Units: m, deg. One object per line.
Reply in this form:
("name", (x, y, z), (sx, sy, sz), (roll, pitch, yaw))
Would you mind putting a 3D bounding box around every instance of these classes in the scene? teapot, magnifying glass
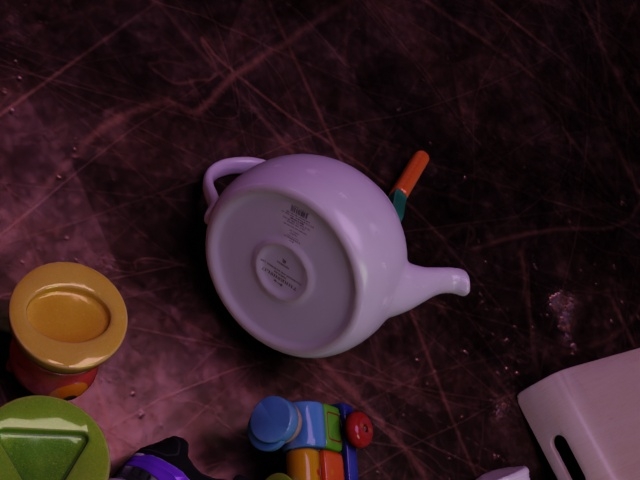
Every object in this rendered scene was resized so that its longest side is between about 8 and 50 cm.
("teapot", (0.000, 0.000, 1.704), (0.187, 0.253, 0.256), (-36, 104, -50))
("magnifying glass", (0.089, -0.043, 1.870), (0.026, 0.092, 0.231), (43, 43, -7))

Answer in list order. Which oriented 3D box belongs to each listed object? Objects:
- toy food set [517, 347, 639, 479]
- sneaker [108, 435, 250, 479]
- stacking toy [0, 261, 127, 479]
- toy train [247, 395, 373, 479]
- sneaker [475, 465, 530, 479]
("toy food set", (0.427, 0.266, 1.966), (0.306, 0.092, 0.219), (-10, 65, -37))
("sneaker", (-0.098, 0.329, 1.570), (0.293, 0.102, 0.146), (50, 52, -5))
("stacking toy", (-0.351, 0.169, 1.455), (0.309, 0.130, 0.279), (3, 60, -21))
("toy train", (-0.013, 0.295, 1.609), (0.143, 0.105, 0.248), (27, 54, -53))
("sneaker", (0.186, 0.343, 1.775), (0.212, 0.080, 0.094), (-13, 90, -38))
